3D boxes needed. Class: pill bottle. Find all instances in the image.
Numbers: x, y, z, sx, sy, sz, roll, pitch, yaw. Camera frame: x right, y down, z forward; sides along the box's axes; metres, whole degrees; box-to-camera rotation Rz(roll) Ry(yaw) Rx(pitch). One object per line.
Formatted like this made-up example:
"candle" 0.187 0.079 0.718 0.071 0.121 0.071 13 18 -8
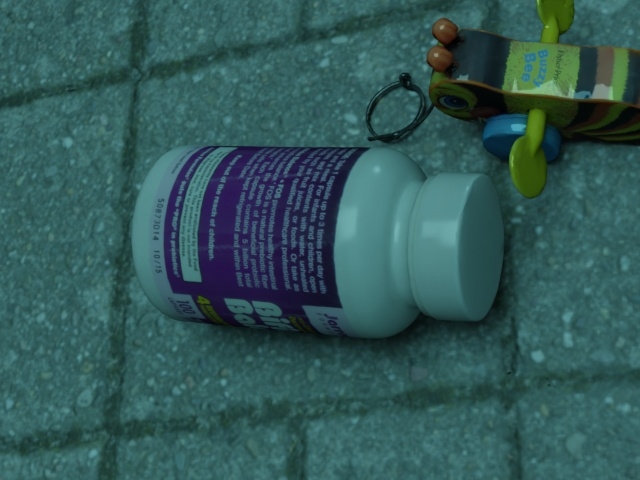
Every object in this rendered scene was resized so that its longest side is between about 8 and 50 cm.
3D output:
"pill bottle" 0.000 0.000 1.074 0.302 0.169 0.169 3 71 26

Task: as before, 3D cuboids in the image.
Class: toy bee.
"toy bee" 0.160 -0.127 1.056 0.298 0.162 0.195 -18 65 18
